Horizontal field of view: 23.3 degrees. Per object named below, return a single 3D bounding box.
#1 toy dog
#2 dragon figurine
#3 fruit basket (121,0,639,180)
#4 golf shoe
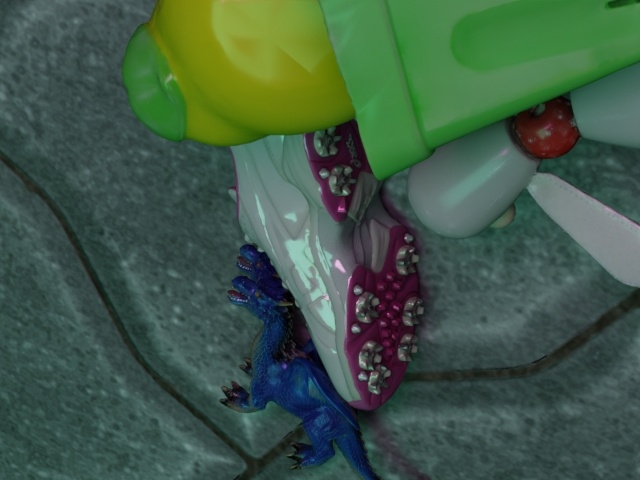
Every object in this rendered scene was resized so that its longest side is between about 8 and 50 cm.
[{"bbox_3d":[0.237,-0.082,1.072,0.333,0.220,0.161,-5,152,42],"label":"toy dog"},{"bbox_3d":[0.006,0.133,1.415,0.289,0.085,0.144,43,134,-3],"label":"dragon figurine"},{"bbox_3d":[0.021,-0.202,0.962,0.392,0.392,0.283,1,124,30],"label":"fruit basket"},{"bbox_3d":[0.000,0.000,1.317,0.140,0.115,0.306,7,119,37],"label":"golf shoe"}]
